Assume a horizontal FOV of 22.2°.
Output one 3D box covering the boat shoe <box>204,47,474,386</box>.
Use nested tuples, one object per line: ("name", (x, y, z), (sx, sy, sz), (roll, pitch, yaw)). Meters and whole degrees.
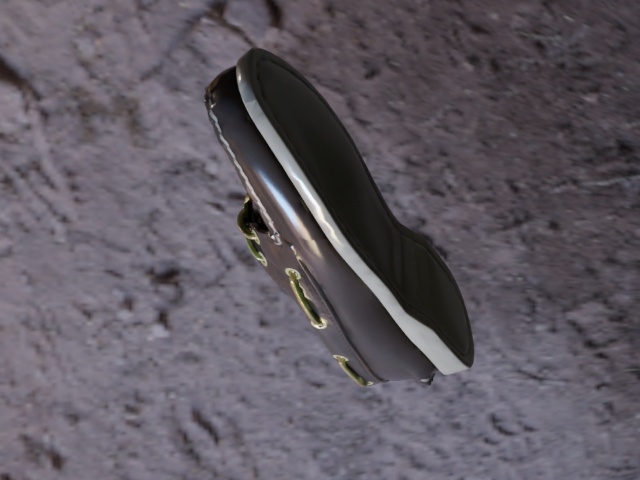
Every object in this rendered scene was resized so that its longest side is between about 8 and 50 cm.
("boat shoe", (0.000, 0.000, 0.805), (0.068, 0.228, 0.081), (-20, 42, 21))
